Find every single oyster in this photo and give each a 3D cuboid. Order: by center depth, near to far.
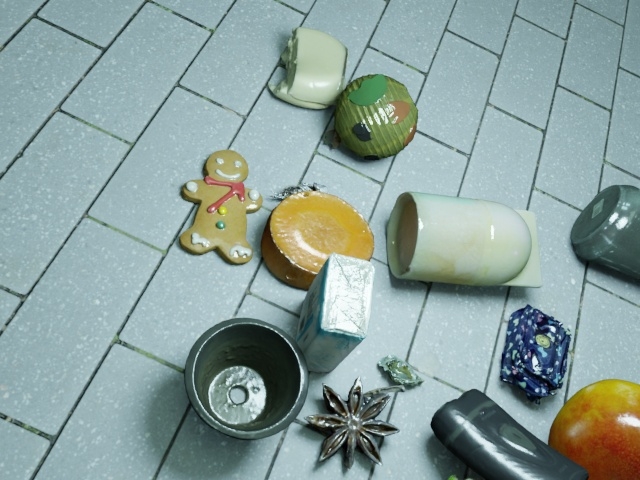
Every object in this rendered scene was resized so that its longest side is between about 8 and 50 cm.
[{"bbox_3d":[0.198,0.329,1.653,0.098,0.037,0.100,-4,41,-40],"label":"oyster"}]

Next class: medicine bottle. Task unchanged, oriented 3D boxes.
[{"bbox_3d":[0.403,0.004,1.768,0.407,0.235,0.235,6,61,-14],"label":"medicine bottle"}]

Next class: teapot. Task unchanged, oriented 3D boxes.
[{"bbox_3d":[0.941,0.009,1.955,0.344,0.253,0.300,35,26,-5],"label":"teapot"}]

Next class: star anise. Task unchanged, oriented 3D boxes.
[{"bbox_3d":[0.085,0.416,1.534,0.262,0.081,0.230,-36,77,-19],"label":"star anise"}]

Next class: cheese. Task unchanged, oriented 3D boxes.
[{"bbox_3d":[-0.029,-0.517,1.987,0.233,0.127,0.265,11,57,-8],"label":"cheese"}]

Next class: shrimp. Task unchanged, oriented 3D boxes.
[{"bbox_3d":[-0.060,-0.126,1.797,0.165,0.065,0.056,-11,90,-22],"label":"shrimp"}]

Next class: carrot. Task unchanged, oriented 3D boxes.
[{"bbox_3d":[0.000,0.000,1.729,0.307,0.100,0.258,1,65,-19],"label":"carrot"}]

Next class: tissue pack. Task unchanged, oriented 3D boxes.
[{"bbox_3d":[0.028,0.176,1.536,0.124,0.271,0.201,17,59,-9],"label":"tissue pack"}]

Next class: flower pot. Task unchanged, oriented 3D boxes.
[{"bbox_3d":[-0.170,0.322,1.460,0.269,0.166,0.268,6,59,-11],"label":"flower pot"}]

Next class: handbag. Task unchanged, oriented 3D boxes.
[{"bbox_3d":[0.572,0.292,1.738,0.162,0.113,0.260,33,50,-6],"label":"handbag"}]

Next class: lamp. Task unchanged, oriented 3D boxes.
[{"bbox_3d":[0.134,-0.344,1.889,0.284,0.250,0.250,-24,67,10],"label":"lamp"}]

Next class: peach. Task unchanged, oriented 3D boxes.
[{"bbox_3d":[0.704,0.483,1.551,0.308,0.332,0.307,14,51,-17],"label":"peach"}]

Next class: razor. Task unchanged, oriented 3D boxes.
[{"bbox_3d":[0.423,0.481,1.502,0.204,0.113,0.349,-7,32,-46],"label":"razor"}]

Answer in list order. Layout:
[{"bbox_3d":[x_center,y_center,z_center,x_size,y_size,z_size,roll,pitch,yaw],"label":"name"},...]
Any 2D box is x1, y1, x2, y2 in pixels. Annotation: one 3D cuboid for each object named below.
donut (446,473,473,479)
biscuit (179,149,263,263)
[{"bbox_3d":[0.426,0.689,1.450,0.371,0.150,0.307,15,59,-10],"label":"donut"},{"bbox_3d":[-0.260,-0.105,1.735,0.216,0.047,0.339,14,59,-11],"label":"biscuit"}]
